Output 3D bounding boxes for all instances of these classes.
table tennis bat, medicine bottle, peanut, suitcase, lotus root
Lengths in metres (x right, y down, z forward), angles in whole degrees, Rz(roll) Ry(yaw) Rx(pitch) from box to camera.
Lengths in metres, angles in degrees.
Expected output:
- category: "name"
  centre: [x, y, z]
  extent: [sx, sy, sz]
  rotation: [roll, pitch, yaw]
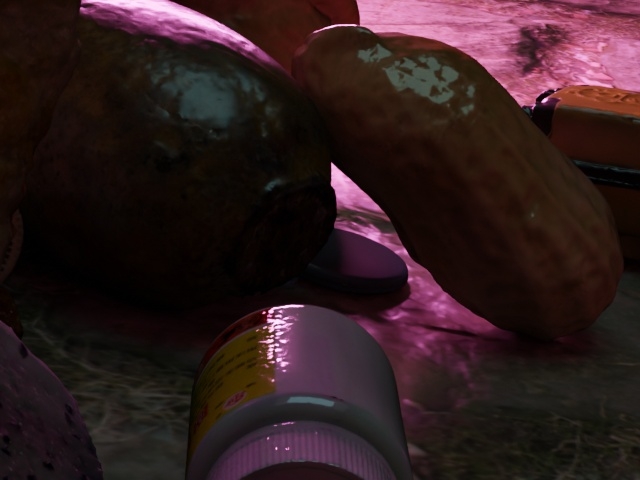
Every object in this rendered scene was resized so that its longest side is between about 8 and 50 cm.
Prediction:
- category: "table tennis bat"
  centre: [0.000, 0.000, 1.720]
  extent: [0.124, 0.033, 0.201]
  rotation: [2, 22, -34]
- category: "medicine bottle"
  centre: [-0.014, 0.139, 1.164]
  extent: [0.139, 0.139, 0.225]
  rotation: [7, 19, -5]
- category: "peanut"
  centre: [0.122, -0.055, 1.584]
  extent: [0.340, 0.158, 0.174]
  rotation: [51, -2, -20]
- category: "suitcase"
  centre: [0.306, -0.070, 1.877]
  extent: [0.234, 0.143, 0.194]
  rotation: [11, 14, 18]
- category: "lotus root"
  centre: [-0.142, -0.073, 1.570]
  extent: [0.250, 0.250, 0.346]
  rotation: [-11, 32, -44]

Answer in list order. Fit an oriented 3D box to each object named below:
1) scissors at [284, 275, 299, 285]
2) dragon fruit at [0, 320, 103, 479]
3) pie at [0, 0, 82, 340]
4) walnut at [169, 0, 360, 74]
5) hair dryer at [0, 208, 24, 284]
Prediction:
- category: "scissors"
  centre: [-0.059, 0.027, 1.655]
  extent: [0.083, 0.006, 0.036]
  rotation: [12, 18, 8]
- category: "dragon fruit"
  centre: [-0.236, 0.158, 0.940]
  extent: [0.221, 0.204, 0.283]
  rotation: [32, 27, -45]
- category: "pie"
  centre: [-0.336, -0.078, 1.213]
  extent: [0.180, 0.418, 0.395]
  rotation: [31, 30, 35]
- category: "walnut"
  centre: [-0.102, -0.205, 1.860]
  extent: [0.252, 0.277, 0.313]
  rotation: [11, -7, 19]
- category: "hair dryer"
  centre: [-0.427, -0.002, 1.460]
  extent: [0.357, 0.108, 0.173]
  rotation: [-12, 26, -33]
